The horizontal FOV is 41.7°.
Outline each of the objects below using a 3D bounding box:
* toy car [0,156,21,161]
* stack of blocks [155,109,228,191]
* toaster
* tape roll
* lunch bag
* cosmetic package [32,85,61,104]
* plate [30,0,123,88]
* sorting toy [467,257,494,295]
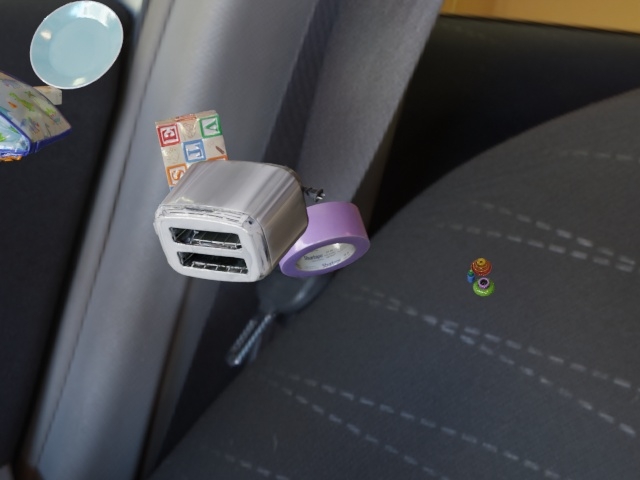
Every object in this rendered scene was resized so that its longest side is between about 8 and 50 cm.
[{"bbox_3d":[-0.544,-0.121,1.405,0.060,0.122,0.040,21,-9,37],"label":"toy car"},{"bbox_3d":[-0.231,-0.117,1.767,0.171,0.297,0.087,-13,17,-9],"label":"stack of blocks"},{"bbox_3d":[-0.119,-0.026,1.171,0.227,0.129,0.146,7,38,24],"label":"toaster"},{"bbox_3d":[0.000,0.000,1.713,0.189,0.189,0.080,-1,63,-36],"label":"tape roll"},{"bbox_3d":[-0.405,-0.154,1.057,0.151,0.096,0.129,21,20,0],"label":"lunch bag"},{"bbox_3d":[-0.796,-0.407,2.374,0.115,0.041,0.060,-15,34,-42],"label":"cosmetic package"},{"bbox_3d":[-0.459,-0.367,1.595,0.188,0.188,0.024,16,-14,15],"label":"plate"},{"bbox_3d":[0.386,0.082,2.034,0.061,0.042,0.102,-7,54,6],"label":"sorting toy"}]
